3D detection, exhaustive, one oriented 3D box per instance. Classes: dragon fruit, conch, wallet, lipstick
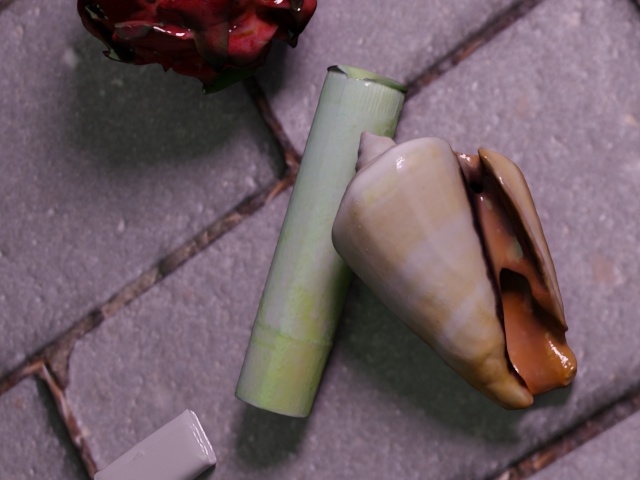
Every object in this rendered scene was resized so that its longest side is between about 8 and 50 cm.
[{"bbox_3d":[-0.114,-0.268,1.319,0.234,0.293,0.233,-8,50,10],"label":"dragon fruit"},{"bbox_3d":[0.104,0.019,1.273,0.158,0.127,0.255,-27,95,-12],"label":"conch"},{"bbox_3d":[-0.153,0.210,1.421,0.122,0.025,0.061,-36,63,20],"label":"wallet"},{"bbox_3d":[0.000,0.000,1.335,0.076,0.076,0.304,18,92,27],"label":"lipstick"}]
